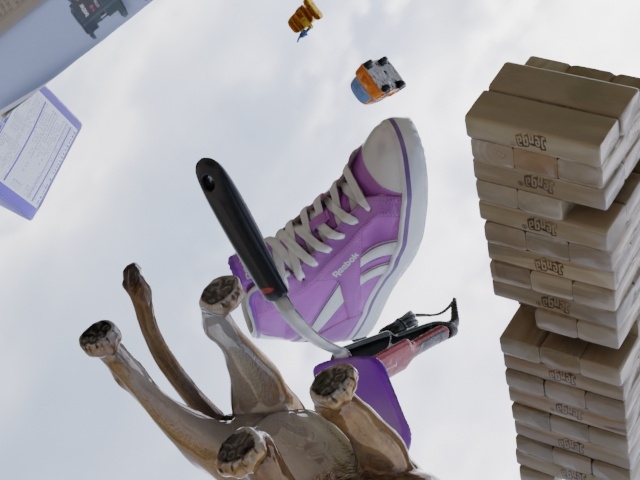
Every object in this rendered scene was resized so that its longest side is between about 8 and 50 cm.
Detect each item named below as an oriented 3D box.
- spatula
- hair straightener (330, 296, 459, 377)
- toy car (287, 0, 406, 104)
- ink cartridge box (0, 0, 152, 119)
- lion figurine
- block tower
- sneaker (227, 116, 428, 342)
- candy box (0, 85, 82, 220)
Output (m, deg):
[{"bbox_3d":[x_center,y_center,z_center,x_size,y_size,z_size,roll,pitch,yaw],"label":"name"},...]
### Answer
[{"bbox_3d":[-0.017,0.057,1.360,0.084,0.296,0.030,-12,-151,43],"label":"spatula"},{"bbox_3d":[0.081,0.106,1.975,0.089,0.047,0.230,21,-148,32],"label":"hair straightener"},{"bbox_3d":[0.021,-0.166,1.533,0.040,0.122,0.060,-40,-170,28],"label":"toy car"},{"bbox_3d":[-0.214,-0.164,1.093,0.311,0.065,0.186,-37,-133,0],"label":"ink cartridge box"},{"bbox_3d":[-0.011,0.162,1.189,0.142,0.240,0.392,-39,-146,-5],"label":"lion figurine"},{"bbox_3d":[0.174,0.032,1.134,0.097,0.335,0.091,16,-131,28],"label":"block tower"},{"bbox_3d":[0.000,0.001,1.651,0.102,0.161,0.282,-115,-147,-42],"label":"sneaker"},{"bbox_3d":[-0.381,-0.154,1.549,0.122,0.268,0.317,-60,171,-6],"label":"candy box"}]
